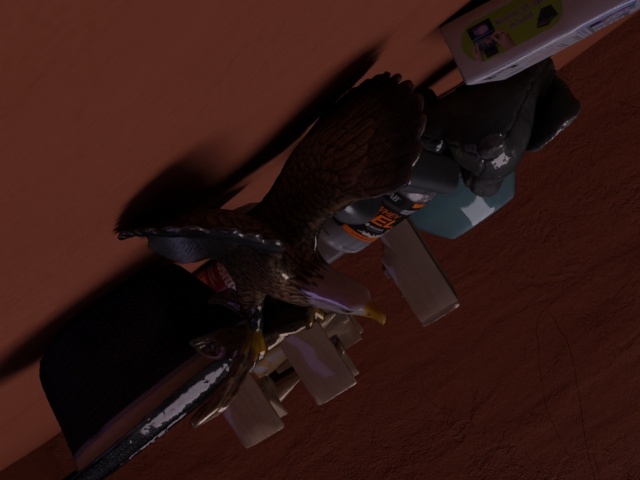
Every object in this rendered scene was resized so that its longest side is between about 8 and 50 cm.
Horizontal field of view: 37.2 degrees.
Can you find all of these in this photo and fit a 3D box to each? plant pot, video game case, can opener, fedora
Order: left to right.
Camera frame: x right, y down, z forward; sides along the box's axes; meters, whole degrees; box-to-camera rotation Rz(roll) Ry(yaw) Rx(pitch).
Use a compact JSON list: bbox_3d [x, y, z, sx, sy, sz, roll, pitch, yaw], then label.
[{"bbox_3d":[-0.197,0.135,1.038,0.334,0.152,0.334,-38,176,-3],"label":"fedora"},{"bbox_3d":[0.065,-0.066,1.017,0.074,0.093,0.280,4,-176,30],"label":"can opener"},{"bbox_3d":[0.235,-0.119,1.697,0.290,0.195,0.290,-36,178,-2],"label":"plant pot"},{"bbox_3d":[0.254,-0.230,0.896,0.244,0.061,0.269,-25,-178,20],"label":"video game case"}]

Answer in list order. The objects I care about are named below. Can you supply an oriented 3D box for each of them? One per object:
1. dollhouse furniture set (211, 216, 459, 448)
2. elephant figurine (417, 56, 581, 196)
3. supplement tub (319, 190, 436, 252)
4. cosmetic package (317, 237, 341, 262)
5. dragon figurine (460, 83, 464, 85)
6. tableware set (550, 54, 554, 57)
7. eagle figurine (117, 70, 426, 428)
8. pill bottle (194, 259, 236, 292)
[{"bbox_3d":[-0.011,0.086,1.550,0.394,0.256,0.362,-32,-176,8],"label":"dollhouse furniture set"},{"bbox_3d":[0.230,-0.185,1.160,0.239,0.186,0.169,-45,146,-11],"label":"elephant figurine"},{"bbox_3d":[0.079,-0.074,1.291,0.190,0.117,0.117,-38,177,35],"label":"supplement tub"},{"bbox_3d":[0.000,0.000,1.921,0.127,0.107,0.238,-37,175,38],"label":"cosmetic package"},{"bbox_3d":[0.150,-0.138,1.405,0.289,0.085,0.144,-37,177,19],"label":"dragon figurine"},{"bbox_3d":[0.324,-0.273,1.406,0.128,0.039,0.194,-36,-173,19],"label":"tableware set"},{"bbox_3d":[-0.035,-0.002,0.798,0.298,0.225,0.226,89,5,-52],"label":"eagle figurine"},{"bbox_3d":[-0.106,0.044,1.385,0.152,0.086,0.086,-37,178,16],"label":"pill bottle"}]
